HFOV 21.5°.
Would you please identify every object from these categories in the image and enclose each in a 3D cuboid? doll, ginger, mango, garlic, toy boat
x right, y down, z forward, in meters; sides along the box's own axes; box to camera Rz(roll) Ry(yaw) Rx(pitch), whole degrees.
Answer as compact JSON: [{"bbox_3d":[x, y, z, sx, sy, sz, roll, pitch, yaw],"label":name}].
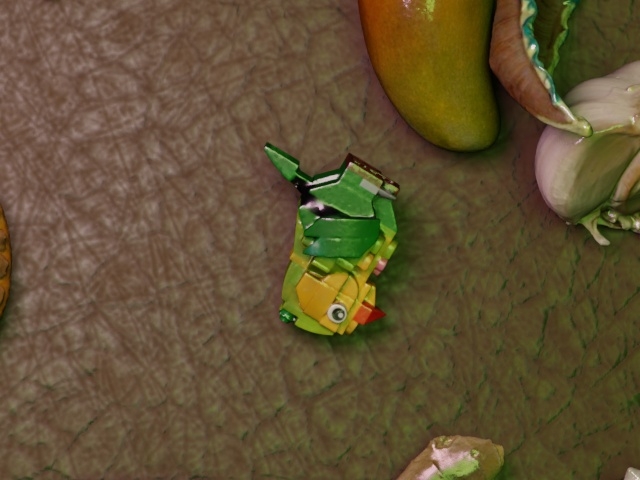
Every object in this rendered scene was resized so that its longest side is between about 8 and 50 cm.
[{"bbox_3d":[0.009,0.000,1.652,0.134,0.106,0.186,2,100,-2],"label":"doll"},{"bbox_3d":[0.100,0.280,1.660,0.214,0.059,0.133,-29,80,-11],"label":"ginger"},{"bbox_3d":[0.107,-0.230,1.674,0.146,0.129,0.289,-4,91,-46],"label":"mango"},{"bbox_3d":[0.310,-0.101,1.694,0.229,0.178,0.143,-5,53,-25],"label":"garlic"},{"bbox_3d":[0.217,-0.198,1.654,0.099,0.108,0.293,-7,45,16],"label":"toy boat"}]

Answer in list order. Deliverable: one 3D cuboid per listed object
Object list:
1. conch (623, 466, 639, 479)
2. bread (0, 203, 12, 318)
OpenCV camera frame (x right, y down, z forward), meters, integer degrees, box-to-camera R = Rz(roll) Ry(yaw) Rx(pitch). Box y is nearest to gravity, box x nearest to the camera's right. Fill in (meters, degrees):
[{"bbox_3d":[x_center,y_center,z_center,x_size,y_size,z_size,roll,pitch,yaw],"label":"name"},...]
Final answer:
[{"bbox_3d":[0.354,0.290,1.675,0.176,0.094,0.104,47,41,-5],"label":"conch"},{"bbox_3d":[-0.425,0.020,1.574,0.274,0.149,0.274,0,87,-2],"label":"bread"}]
